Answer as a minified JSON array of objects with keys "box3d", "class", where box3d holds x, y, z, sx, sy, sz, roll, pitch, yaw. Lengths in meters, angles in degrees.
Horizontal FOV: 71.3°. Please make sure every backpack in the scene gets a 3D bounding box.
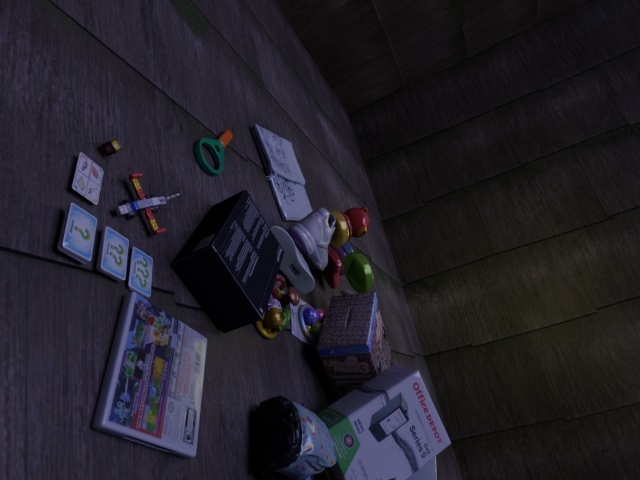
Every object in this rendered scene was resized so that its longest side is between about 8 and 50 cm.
[{"box3d":[-0.048,0.405,0.888,0.152,0.115,0.182,-98,161,-45],"class":"backpack"}]

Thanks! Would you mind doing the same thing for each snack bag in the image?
[{"box3d":[-0.114,-0.217,1.564,0.342,0.037,0.323,71,17,7],"class":"snack bag"}]

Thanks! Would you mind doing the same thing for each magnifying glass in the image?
[{"box3d":[-0.266,-0.236,1.142,0.092,0.026,0.231,60,21,-25],"class":"magnifying glass"}]

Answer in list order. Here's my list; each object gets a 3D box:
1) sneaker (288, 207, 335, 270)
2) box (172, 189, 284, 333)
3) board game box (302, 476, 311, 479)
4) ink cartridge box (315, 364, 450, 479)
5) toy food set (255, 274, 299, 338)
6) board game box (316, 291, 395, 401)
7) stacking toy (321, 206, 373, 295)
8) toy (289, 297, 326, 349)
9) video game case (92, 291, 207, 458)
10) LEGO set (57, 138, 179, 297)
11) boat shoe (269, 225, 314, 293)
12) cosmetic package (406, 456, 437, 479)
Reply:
[{"box3d":[0.000,0.000,1.380,0.114,0.152,0.305,43,-9,18],"class":"sneaker"},{"box3d":[-0.179,0.035,0.946,0.184,0.103,0.261,58,19,-22],"class":"box"},{"box3d":[-0.051,0.550,0.837,0.201,0.035,0.136,19,52,-68],"class":"board game box"},{"box3d":[0.144,0.468,1.091,0.211,0.289,0.121,66,-24,-1],"class":"ink cartridge box"},{"box3d":[-0.102,0.145,1.104,0.128,0.071,0.218,63,18,-19],"class":"toy food set"},{"box3d":[0.115,0.339,1.305,0.232,0.141,0.291,-69,145,-58],"class":"board game box"},{"box3d":[0.113,0.060,1.460,0.279,0.130,0.309,58,-26,27],"class":"stacking toy"},{"box3d":[-0.008,0.243,1.303,0.237,0.056,0.137,49,25,-49],"class":"toy"},{"box3d":[-0.244,0.205,0.679,0.183,0.023,0.201,52,25,-45],"class":"video game case"},{"box3d":[-0.312,-0.052,0.723,0.182,0.060,0.244,52,23,-53],"class":"LEGO set"},{"box3d":[-0.092,0.050,1.268,0.227,0.079,0.081,60,-1,-24],"class":"boat shoe"},{"box3d":[0.238,0.752,1.140,0.284,0.097,0.377,-49,142,-69],"class":"cosmetic package"}]
